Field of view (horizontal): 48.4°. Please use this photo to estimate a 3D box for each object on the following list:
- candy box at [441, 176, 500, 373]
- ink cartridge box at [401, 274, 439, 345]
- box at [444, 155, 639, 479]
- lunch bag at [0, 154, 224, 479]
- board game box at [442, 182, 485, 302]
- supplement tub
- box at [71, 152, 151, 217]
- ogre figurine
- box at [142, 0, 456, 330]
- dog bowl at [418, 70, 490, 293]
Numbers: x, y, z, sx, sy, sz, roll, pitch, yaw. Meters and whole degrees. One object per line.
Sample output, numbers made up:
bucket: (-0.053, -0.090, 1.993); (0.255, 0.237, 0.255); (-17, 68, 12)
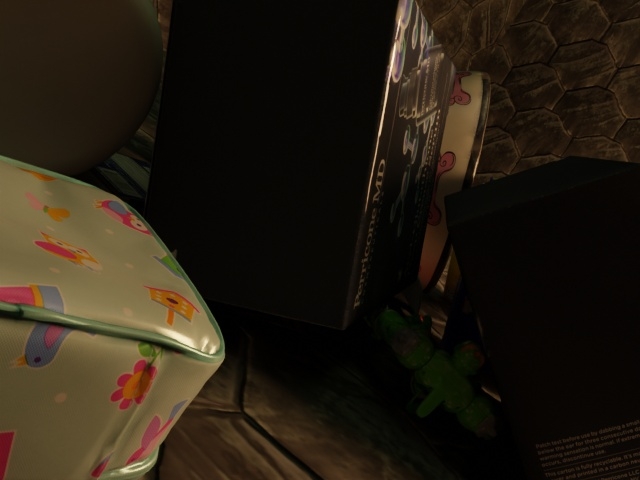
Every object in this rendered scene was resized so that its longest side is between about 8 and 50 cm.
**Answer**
candy box: (0.357, 0.078, 1.016); (0.317, 0.268, 0.122); (17, 6, 8)
ink cartridge box: (0.132, 0.056, 1.089); (0.179, 0.045, 0.145); (52, 5, -18)
box: (0.265, 0.082, 0.788); (0.343, 0.178, 0.313); (-38, 111, -78)
lunch bag: (-0.199, 0.019, 0.371); (0.279, 0.108, 0.224); (22, 13, -45)
board game box: (0.344, 0.072, 1.258); (0.242, 0.064, 0.317); (37, -24, 24)
supplement tub: (-0.328, -0.232, 0.740); (0.241, 0.241, 0.331); (21, 16, -44)
box: (-0.197, -0.055, 0.858); (0.136, 0.037, 0.225); (40, 15, 31)
ogre figurine: (0.127, 0.146, 0.758); (0.118, 0.096, 0.197); (171, -106, -89)
box: (0.002, -0.095, 0.784); (0.211, 0.294, 0.395); (12, 7, 16)
dog bowl: (0.173, -0.119, 1.289); (0.150, 0.408, 0.408); (14, 12, 1)
